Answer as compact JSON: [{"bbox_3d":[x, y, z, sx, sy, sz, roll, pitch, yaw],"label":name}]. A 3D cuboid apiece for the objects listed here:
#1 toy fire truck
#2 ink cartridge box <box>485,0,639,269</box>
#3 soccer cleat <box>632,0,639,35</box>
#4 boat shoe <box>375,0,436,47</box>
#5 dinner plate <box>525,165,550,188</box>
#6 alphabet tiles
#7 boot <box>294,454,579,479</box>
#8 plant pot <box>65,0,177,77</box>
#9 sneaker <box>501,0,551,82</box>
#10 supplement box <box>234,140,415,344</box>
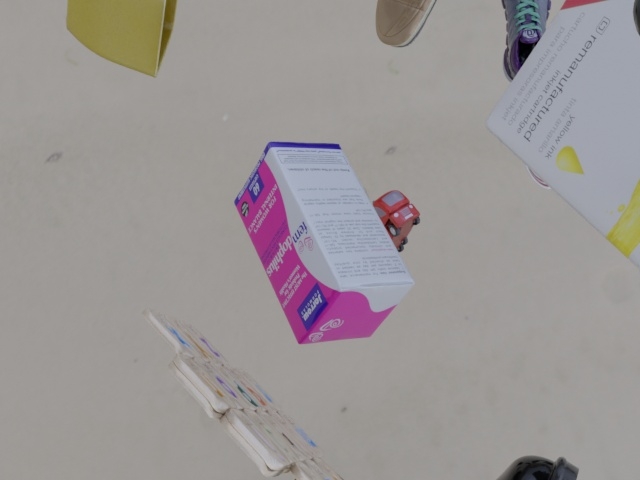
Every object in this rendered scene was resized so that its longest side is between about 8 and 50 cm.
[{"bbox_3d":[0.075,-0.035,1.462,0.047,0.192,0.135,-30,72,-25],"label":"toy fire truck"},{"bbox_3d":[0.352,-0.100,0.792,0.160,0.279,0.385,20,23,-34],"label":"ink cartridge box"},{"bbox_3d":[0.214,-0.063,0.399,0.178,0.060,0.072,34,16,4],"label":"soccer cleat"},{"bbox_3d":[0.172,-0.430,1.495,0.092,0.102,0.285,19,87,-55],"label":"boat shoe"},{"bbox_3d":[0.321,-0.144,1.373,0.141,0.017,0.141,3,85,-43],"label":"dinner plate"},{"bbox_3d":[-0.068,0.177,0.965,0.278,0.284,0.021,43,88,13],"label":"alphabet tiles"},{"bbox_3d":[0.096,0.316,1.080,0.260,0.348,0.131,37,20,8],"label":"boot"},{"bbox_3d":[-0.166,-0.198,0.798,0.083,0.081,0.082,11,43,-6],"label":"plant pot"},{"bbox_3d":[0.327,-0.349,1.486,0.083,0.098,0.224,-5,105,2],"label":"sneaker"},{"bbox_3d":[0.000,0.000,1.131,0.113,0.111,0.220,-3,52,-37],"label":"supplement box"}]
